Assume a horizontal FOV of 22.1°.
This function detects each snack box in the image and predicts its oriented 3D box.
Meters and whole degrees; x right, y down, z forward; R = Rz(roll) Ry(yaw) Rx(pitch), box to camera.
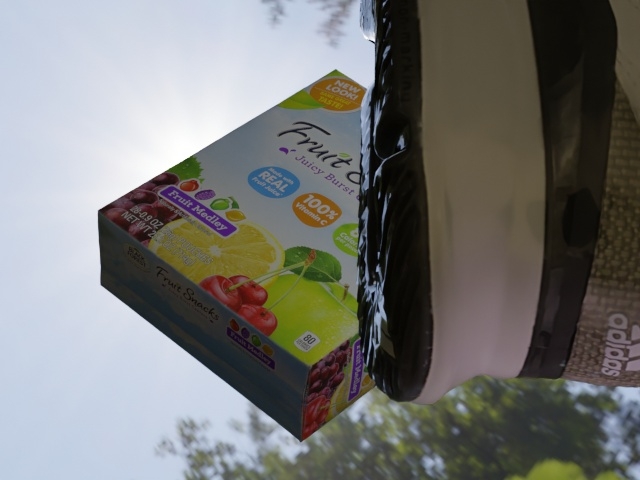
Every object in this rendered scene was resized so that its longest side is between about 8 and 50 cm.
[{"bbox_3d":[0.000,0.000,0.978,0.207,0.174,0.070,-34,-35,-36],"label":"snack box"}]

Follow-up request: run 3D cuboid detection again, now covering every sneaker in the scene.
[{"bbox_3d":[0.145,-0.131,0.612,0.257,0.447,0.169,3,-36,-1],"label":"sneaker"}]
